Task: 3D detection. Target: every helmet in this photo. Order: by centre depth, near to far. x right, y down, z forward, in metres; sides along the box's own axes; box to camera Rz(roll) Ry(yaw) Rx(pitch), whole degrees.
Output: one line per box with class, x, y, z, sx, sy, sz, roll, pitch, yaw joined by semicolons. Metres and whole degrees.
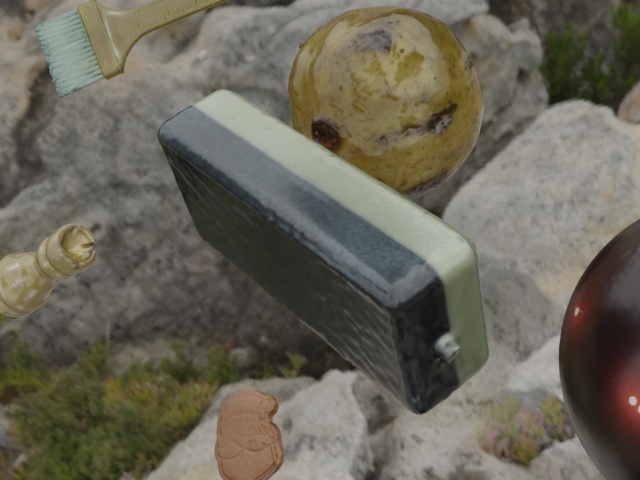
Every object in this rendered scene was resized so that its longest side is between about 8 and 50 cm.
helmet;0.242;0.074;0.581;0.193;0.216;0.189;-6;15;10

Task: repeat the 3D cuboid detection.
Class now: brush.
brush;-0.141;-0.198;0.844;0.218;0.010;0.082;-23;71;2

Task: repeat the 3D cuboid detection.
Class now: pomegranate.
pomegranate;0.090;-0.190;1.363;0.281;0.281;0.281;-14;51;17

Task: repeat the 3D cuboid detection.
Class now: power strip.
power strip;0.000;0.000;0.593;0.070;0.105;0.256;-35;46;-18

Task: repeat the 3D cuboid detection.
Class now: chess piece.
chess piece;-0.275;0.026;0.965;0.122;0.066;0.066;-29;44;33

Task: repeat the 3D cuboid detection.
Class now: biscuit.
biscuit;-0.093;0.257;1.243;0.102;0.019;0.130;-9;75;29
